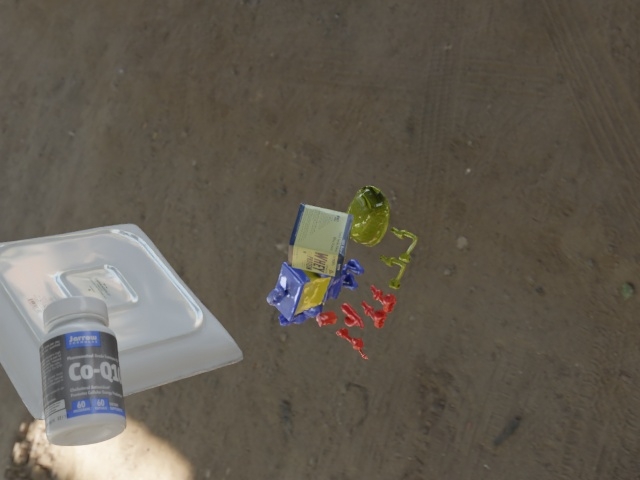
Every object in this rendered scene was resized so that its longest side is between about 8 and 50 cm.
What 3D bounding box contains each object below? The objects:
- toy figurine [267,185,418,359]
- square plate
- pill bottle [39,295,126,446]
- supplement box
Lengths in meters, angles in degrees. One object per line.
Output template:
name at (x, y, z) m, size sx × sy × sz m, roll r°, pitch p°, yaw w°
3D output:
toy figurine at (0.007, 0.085, 1.582) m, size 0.191 × 0.217 × 0.363 m, roll 54°, pitch 141°, yaw 33°
square plate at (-0.336, 0.090, 1.241) m, size 0.347 × 0.344 × 0.049 m, roll 44°, pitch 126°, yaw 31°
pill bottle at (-0.243, 0.131, 0.839) m, size 0.078 × 0.078 × 0.137 m, roll -31°, pitch 60°, yaw 31°
supplement box at (0.000, 0.000, 1.238) m, size 0.056 × 0.083 × 0.083 m, roll 98°, pitch -174°, yaw -52°
